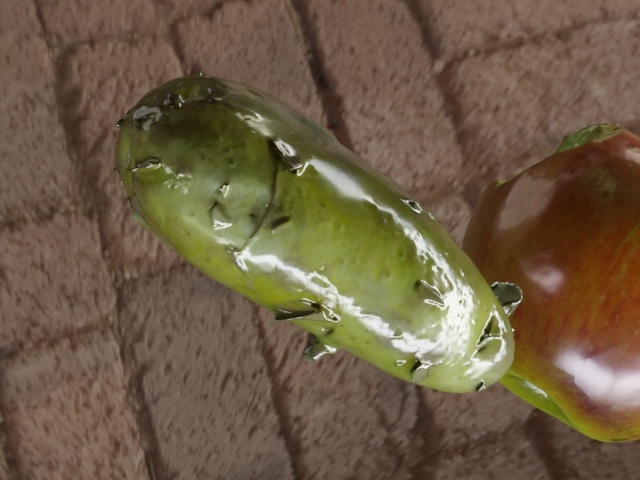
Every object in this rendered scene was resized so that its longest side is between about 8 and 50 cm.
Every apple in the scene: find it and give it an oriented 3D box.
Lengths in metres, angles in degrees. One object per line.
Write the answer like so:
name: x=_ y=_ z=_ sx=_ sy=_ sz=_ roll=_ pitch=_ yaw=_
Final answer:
apple: x=0.312 y=0.048 z=1.460 sx=0.339 sy=0.339 sz=0.339 roll=2 pitch=74 yaw=-7

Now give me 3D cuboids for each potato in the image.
potato: x=0.000 y=0.000 z=0.640 sx=0.225 sy=0.117 sz=0.090 roll=34 pitch=115 yaw=-7
